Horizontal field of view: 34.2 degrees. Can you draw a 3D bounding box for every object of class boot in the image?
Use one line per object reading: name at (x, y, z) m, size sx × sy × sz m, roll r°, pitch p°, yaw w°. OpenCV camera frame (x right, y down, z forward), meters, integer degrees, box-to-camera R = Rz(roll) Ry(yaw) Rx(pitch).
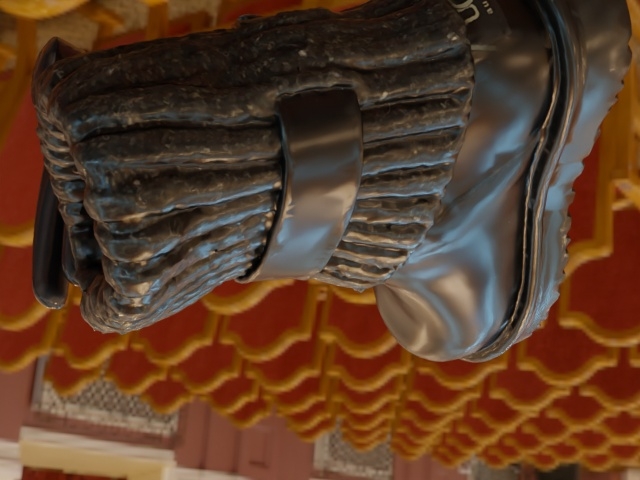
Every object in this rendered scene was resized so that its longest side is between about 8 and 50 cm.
boot at (-0.002, -0.004, 0.553) m, size 0.260 × 0.131 × 0.348 m, roll -25°, pitch 148°, yaw -16°

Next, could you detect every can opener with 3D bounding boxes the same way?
can opener at (-0.149, -0.038, 0.617) m, size 0.073 × 0.186 × 0.059 m, roll 23°, pitch 135°, yaw -32°
